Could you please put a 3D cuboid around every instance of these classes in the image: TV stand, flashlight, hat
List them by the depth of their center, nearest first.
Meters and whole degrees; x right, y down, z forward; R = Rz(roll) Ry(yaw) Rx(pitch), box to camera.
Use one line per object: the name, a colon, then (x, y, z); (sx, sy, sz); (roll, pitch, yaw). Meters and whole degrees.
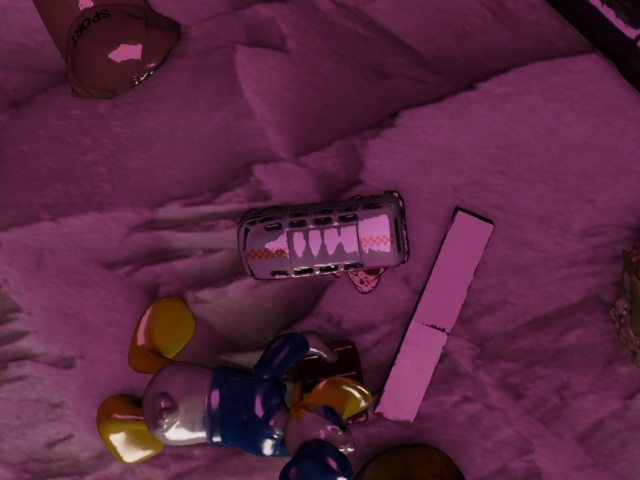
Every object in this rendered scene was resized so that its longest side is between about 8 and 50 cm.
flashlight: (0.262, -0.307, 1.882); (0.424, 0.103, 0.103); (41, 98, -6)
hat: (-0.256, -0.241, 1.910); (0.147, 0.085, 0.175); (-37, 97, 8)
TV stand: (0.129, 0.088, 1.971); (0.049, 0.040, 0.257); (21, 99, -2)

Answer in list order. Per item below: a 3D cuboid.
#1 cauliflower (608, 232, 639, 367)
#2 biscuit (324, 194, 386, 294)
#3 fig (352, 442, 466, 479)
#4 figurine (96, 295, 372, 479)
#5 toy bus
cauliflower: (0.457, 0.067, 1.900); (0.315, 0.239, 0.256); (27, 116, -36)
biscuit: (0.034, -0.006, 1.970); (0.129, 0.019, 0.119); (19, 101, 0)
fig: (0.093, 0.332, 1.949); (0.191, 0.181, 0.181); (-37, 96, 25)
figurine: (-0.051, 0.203, 1.897); (0.283, 0.338, 0.205); (-4, 109, -32)
toy bus: (0.000, 0.000, 1.917); (0.193, 0.089, 0.087); (-6, 100, 5)
